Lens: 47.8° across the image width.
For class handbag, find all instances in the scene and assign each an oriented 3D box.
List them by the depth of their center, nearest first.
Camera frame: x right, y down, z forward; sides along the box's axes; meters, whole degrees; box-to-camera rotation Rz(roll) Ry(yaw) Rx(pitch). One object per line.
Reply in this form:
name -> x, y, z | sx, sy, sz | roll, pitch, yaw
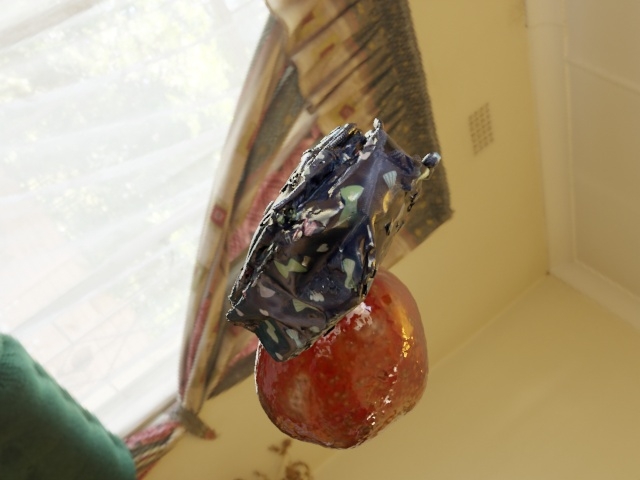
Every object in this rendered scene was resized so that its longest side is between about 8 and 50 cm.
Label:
handbag -> 0.000, 0.000, 0.637 | 0.113, 0.162, 0.260 | 37, -29, 0

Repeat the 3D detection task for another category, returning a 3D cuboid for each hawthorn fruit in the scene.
hawthorn fruit -> 0.030, 0.150, 1.156 | 0.284, 0.284, 0.369 | 38, -42, 47
